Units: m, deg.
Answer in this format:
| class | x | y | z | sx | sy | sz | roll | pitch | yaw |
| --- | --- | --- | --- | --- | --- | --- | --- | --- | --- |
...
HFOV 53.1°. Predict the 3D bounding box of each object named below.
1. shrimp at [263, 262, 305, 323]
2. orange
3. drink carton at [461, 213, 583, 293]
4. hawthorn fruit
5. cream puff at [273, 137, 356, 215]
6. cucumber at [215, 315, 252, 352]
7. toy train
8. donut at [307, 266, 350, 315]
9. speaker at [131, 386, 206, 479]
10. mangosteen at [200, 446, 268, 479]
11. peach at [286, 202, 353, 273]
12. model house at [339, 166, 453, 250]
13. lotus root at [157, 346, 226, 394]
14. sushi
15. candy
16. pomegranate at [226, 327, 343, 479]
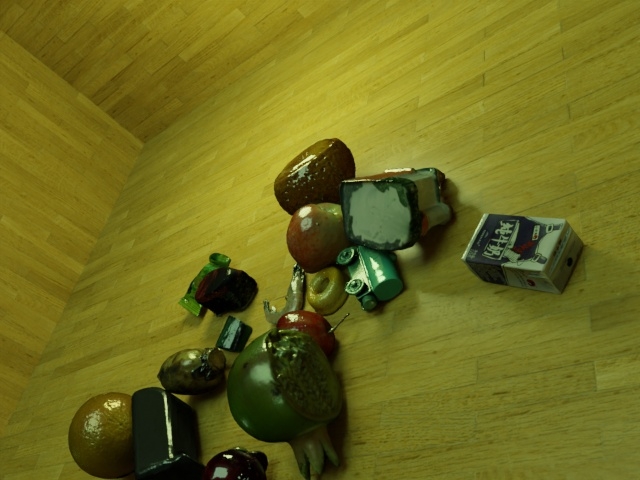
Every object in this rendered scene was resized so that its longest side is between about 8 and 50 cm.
| class | x | y | z | sx | sy | sz | roll | pitch | yaw |
| --- | --- | --- | --- | --- | --- | --- | --- | --- | --- |
| shrimp | -0.109 | 0.171 | 2.006 | 0.152 | 0.046 | 0.219 | -20 | 43 | 34 |
| orange | -0.655 | 0.613 | 2.015 | 0.274 | 0.274 | 0.274 | -32 | 36 | 27 |
| drink carton | 0.446 | 0.026 | 1.419 | 0.222 | 0.102 | 0.134 | 9 | 61 | 52 |
| hawthorn fruit | -0.021 | 0.261 | 1.728 | 0.204 | 0.162 | 0.162 | -11 | 46 | 22 |
| cream puff | -0.010 | -0.187 | 2.083 | 0.303 | 0.212 | 0.303 | -31 | 17 | 11 |
| cucumber | -0.286 | 0.303 | 2.074 | 0.116 | 0.062 | 0.115 | -4 | 58 | 51 |
| toy train | 0.140 | 0.081 | 1.750 | 0.159 | 0.101 | 0.248 | -32 | 34 | 11 |
| donut | 0.019 | 0.142 | 1.866 | 0.152 | 0.058 | 0.151 | -33 | 33 | 25 |
| speaker | -0.424 | 0.572 | 1.867 | 0.184 | 0.180 | 0.388 | -38 | 34 | 6 |
| mangosteen | -0.208 | 0.591 | 1.596 | 0.166 | 0.166 | 0.180 | -37 | 8 | 20 |
| peach | 0.000 | 0.000 | 1.915 | 0.233 | 0.232 | 0.232 | -32 | 36 | 27 |
| model house | 0.245 | -0.105 | 1.754 | 0.301 | 0.190 | 0.271 | -20 | 15 | -33 |
| lotus root | -0.405 | 0.414 | 2.004 | 0.314 | 0.169 | 0.141 | -23 | 64 | 40 |
| sushi | -0.326 | 0.172 | 2.207 | 0.225 | 0.126 | 0.136 | -24 | 41 | 44 |
| candy | -0.428 | 0.161 | 2.390 | 0.149 | 0.069 | 0.246 | 14 | 63 | 50 |
| pomegranate | -0.090 | 0.397 | 1.529 | 0.216 | 0.310 | 0.358 | -26 | 74 | 21 |
